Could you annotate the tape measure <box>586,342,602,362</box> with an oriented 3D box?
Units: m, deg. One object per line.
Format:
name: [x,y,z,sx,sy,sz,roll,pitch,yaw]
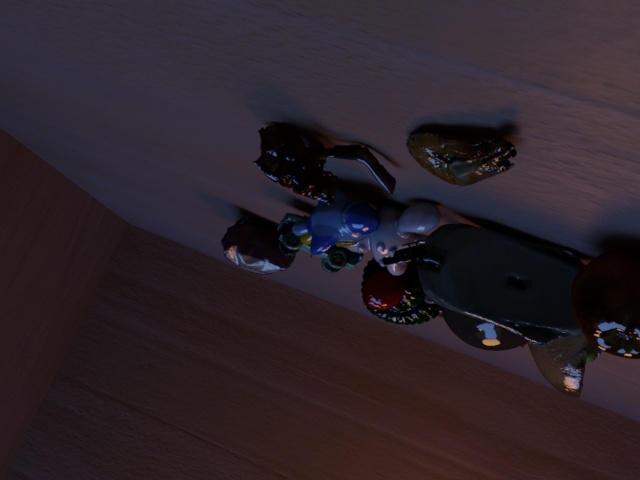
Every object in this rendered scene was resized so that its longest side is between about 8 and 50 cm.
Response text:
tape measure: [0.825,0.346,2.208,0.200,0.106,0.175,24,156,-5]

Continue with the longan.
longan: [0.476,0.174,1.806,0.300,0.243,0.300,8,-158,-3]

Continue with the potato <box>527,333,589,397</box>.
potato: [0.700,0.321,1.980,0.190,0.264,0.211,8,169,19]

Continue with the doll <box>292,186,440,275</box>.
doll: [0.105,-0.021,1.731,0.366,0.187,0.376,13,140,0]

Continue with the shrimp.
shrimp: [0.254,-0.156,1.193,0.154,0.062,0.294,33,167,-19]

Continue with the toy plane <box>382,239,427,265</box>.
toy plane: [0.256,0.029,1.642,0.197,0.053,0.078,-12,168,-11]

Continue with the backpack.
backpack: [-0.245,0.032,2.588,0.283,0.197,0.317,23,173,-6]

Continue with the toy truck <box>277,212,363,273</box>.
toy truck: [0.000,0.000,2.087,0.279,0.156,0.155,24,168,-3]

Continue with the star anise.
star anise: [-0.001,-0.159,1.474,0.347,0.148,0.237,16,-172,18]

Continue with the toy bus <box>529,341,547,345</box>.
toy bus: [0.627,0.226,1.912,0.092,0.160,0.079,29,166,-35]

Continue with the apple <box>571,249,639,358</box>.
apple: [0.622,0.134,1.346,0.230,0.229,0.230,22,168,5]

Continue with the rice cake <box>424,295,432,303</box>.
rice cake: [0.466,0.178,1.972,0.365,0.072,0.056,8,176,-18]

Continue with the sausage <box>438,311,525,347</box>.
sausage: [0.478,0.230,2.268,0.501,0.136,0.123,19,-174,12]

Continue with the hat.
hat: [0.225,0.136,2.022,0.274,0.242,0.332,-3,170,29]

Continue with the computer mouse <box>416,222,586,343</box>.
computer mouse: [0.443,0.102,1.566,0.429,0.228,0.145,18,176,10]
